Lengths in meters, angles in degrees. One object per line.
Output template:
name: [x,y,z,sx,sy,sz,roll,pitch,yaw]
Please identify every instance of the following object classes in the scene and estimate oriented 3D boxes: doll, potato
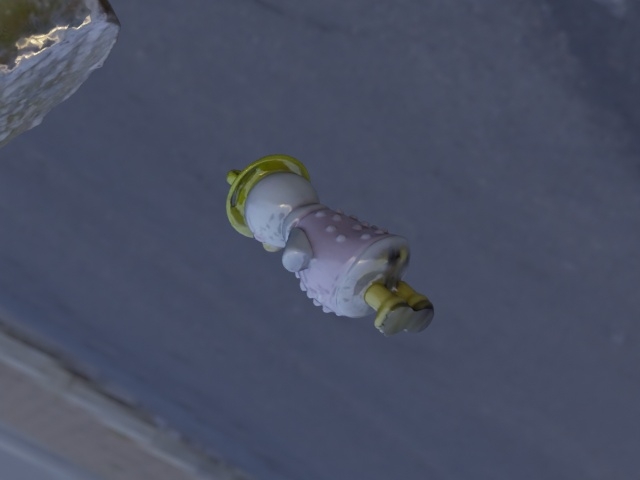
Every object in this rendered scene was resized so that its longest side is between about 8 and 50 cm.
doll: [0.000,0.000,1.477,0.207,0.081,0.129,38,-156,30]
potato: [-0.349,-0.202,1.897,0.189,0.264,0.211,56,175,12]
